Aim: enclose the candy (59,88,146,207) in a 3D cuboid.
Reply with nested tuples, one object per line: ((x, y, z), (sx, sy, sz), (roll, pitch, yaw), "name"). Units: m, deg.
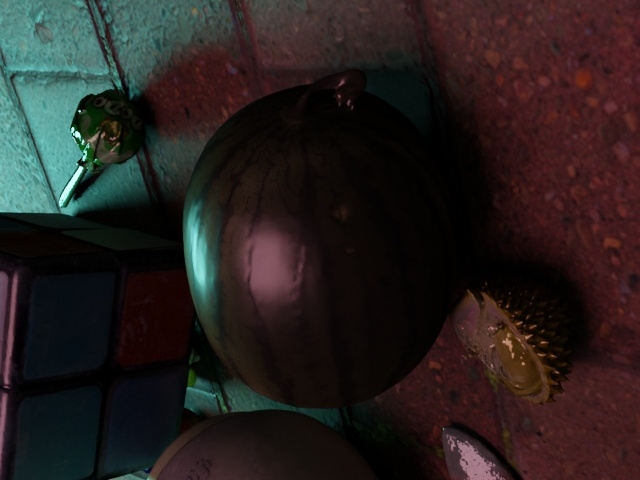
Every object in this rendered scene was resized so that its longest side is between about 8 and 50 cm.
((-0.313, -0.106, 1.507), (0.097, 0.097, 0.323), (53, 149, 0), "candy")

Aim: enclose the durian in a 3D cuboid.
((0.197, 0.098, 1.138), (0.146, 0.102, 0.208), (55, 163, 2), "durian")

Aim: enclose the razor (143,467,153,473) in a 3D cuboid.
((-0.350, 0.276, 1.820), (0.324, 0.056, 0.093), (50, 142, 5), "razor")

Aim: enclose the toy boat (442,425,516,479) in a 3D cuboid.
((0.208, 0.355, 1.331), (0.206, 0.096, 0.282), (2, 107, 36), "toy boat")

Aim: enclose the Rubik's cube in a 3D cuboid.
((-0.381, 0.137, 1.476), (0.313, 0.316, 0.318), (15, 101, 37), "Rubik's cube")

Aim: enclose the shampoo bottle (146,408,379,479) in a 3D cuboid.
((-0.063, 0.381, 1.399), (0.317, 0.322, 0.322), (26, 137, 58), "shampoo bottle")

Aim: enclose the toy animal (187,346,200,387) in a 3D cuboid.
((-0.227, 0.187, 1.613), (0.091, 0.082, 0.114), (52, 140, -1), "toy animal")

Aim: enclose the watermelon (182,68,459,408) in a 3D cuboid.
((0.000, 0.000, 1.103), (0.279, 0.279, 0.359), (23, 136, 31), "watermelon")

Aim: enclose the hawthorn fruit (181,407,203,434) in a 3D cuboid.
((-0.210, 0.289, 1.680), (0.077, 0.077, 0.077), (25, 133, 30), "hawthorn fruit")
